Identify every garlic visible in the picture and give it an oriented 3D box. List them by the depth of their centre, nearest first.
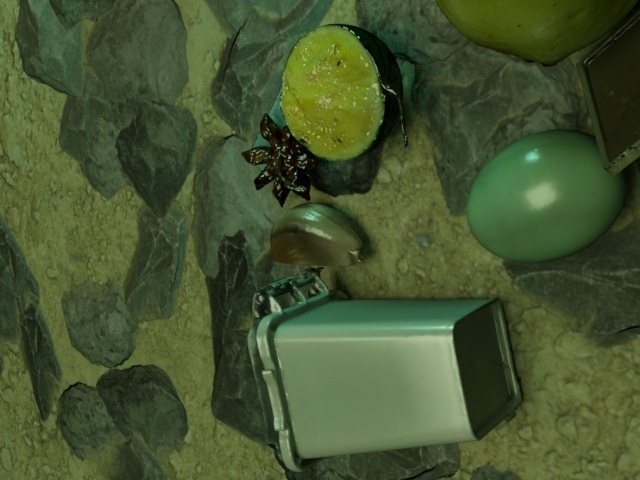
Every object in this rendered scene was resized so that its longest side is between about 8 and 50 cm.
[{"bbox_3d":[-0.009,-0.012,1.648,0.196,0.087,0.101,1,115,37],"label":"garlic"}]

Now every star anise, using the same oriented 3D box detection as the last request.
[{"bbox_3d":[-0.063,-0.137,1.660,0.168,0.057,0.167,6,100,40],"label":"star anise"}]

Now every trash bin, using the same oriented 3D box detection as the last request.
[{"bbox_3d":[0.093,0.183,1.513,0.368,0.256,0.295,-9,94,36],"label":"trash bin"}]

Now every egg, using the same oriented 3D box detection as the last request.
[{"bbox_3d":[0.297,-0.056,1.312,0.231,0.168,0.168,-28,83,45],"label":"egg"}]

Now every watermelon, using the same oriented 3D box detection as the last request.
[{"bbox_3d":[0.050,-0.229,1.504,0.232,0.127,0.204,-8,96,43],"label":"watermelon"}]

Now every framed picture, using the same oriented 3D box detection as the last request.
[{"bbox_3d":[0.428,-0.235,1.165,0.289,0.020,0.211,-44,32,38],"label":"framed picture"}]

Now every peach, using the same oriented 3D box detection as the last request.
[{"bbox_3d":[0.259,-0.384,1.185,0.314,0.281,0.315,38,131,20],"label":"peach"}]

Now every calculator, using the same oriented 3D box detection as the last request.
[{"bbox_3d":[-0.075,-0.194,1.694,0.057,0.018,0.172,46,126,23],"label":"calculator"}]

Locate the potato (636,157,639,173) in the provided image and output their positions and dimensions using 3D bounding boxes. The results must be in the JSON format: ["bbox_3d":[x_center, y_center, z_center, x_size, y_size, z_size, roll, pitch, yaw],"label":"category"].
[{"bbox_3d":[0.475,-0.147,1.176,0.149,0.113,0.251,47,133,20],"label":"potato"}]
